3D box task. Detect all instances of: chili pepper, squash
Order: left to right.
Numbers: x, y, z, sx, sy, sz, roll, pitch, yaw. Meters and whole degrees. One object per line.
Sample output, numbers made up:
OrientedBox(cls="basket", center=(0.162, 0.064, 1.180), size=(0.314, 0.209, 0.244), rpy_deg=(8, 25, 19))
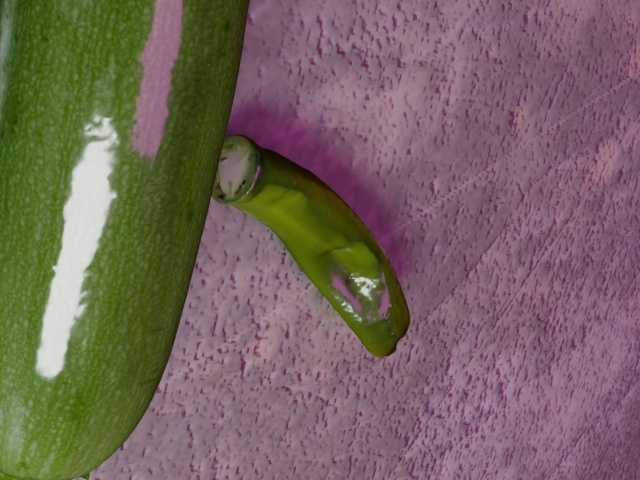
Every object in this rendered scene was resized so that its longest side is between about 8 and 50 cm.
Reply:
OrientedBox(cls="squash", center=(-0.095, -0.043, 0.546), size=(0.107, 0.107, 0.395), rpy_deg=(-4, 114, -48))
OrientedBox(cls="chili pepper", center=(0.000, 0.000, 0.726), size=(0.052, 0.050, 0.202), rpy_deg=(-43, 138, 0))
